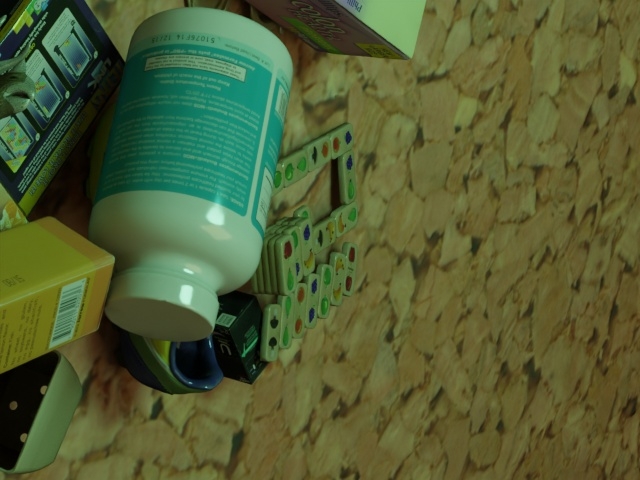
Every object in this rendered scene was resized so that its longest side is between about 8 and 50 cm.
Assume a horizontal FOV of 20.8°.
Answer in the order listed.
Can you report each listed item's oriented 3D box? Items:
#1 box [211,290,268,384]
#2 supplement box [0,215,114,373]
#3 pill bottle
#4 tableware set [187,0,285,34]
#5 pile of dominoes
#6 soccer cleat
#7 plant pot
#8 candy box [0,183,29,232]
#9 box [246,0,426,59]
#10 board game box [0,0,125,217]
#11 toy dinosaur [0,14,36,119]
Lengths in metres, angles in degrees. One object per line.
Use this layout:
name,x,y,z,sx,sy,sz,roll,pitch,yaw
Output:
box,-0.090,0.095,1.767,0.052,0.062,0.083,-52,140,-32
supplement box,-0.263,0.055,1.319,0.233,0.078,0.080,-21,136,-52
pill bottle,-0.112,-0.053,1.470,0.146,0.146,0.264,47,46,-52
tableware set,-0.070,-0.274,1.688,0.168,0.020,0.141,-4,106,-55
pile of dominoes,0.000,0.000,1.818,0.251,0.040,0.196,-35,124,-59
soccer cleat,-0.141,0.009,1.602,0.093,0.121,0.289,-32,124,-45
plant pot,-0.266,0.141,1.502,0.109,0.109,0.096,-69,157,-9
candy box,-0.350,0.084,1.363,0.316,0.087,0.183,-57,143,-24
box,0.021,-0.326,1.687,0.213,0.117,0.243,26,75,-58
board game box,-0.248,-0.129,1.464,0.170,0.048,0.141,-58,145,-23
toy dinosaur,-0.365,-0.072,1.253,0.313,0.121,0.160,2,61,-20
